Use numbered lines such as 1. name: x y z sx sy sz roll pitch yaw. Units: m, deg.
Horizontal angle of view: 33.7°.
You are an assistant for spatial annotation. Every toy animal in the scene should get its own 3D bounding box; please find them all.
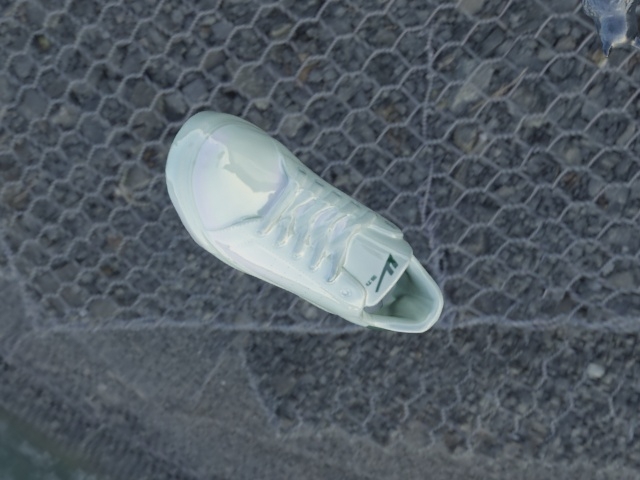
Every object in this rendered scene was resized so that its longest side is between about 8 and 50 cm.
1. toy animal: 0.393 -0.354 1.403 0.121 0.117 0.210 -21 94 -4

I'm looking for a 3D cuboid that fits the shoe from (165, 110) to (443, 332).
1. shoe: 0.000 0.000 1.075 0.160 0.131 0.363 20 167 41
